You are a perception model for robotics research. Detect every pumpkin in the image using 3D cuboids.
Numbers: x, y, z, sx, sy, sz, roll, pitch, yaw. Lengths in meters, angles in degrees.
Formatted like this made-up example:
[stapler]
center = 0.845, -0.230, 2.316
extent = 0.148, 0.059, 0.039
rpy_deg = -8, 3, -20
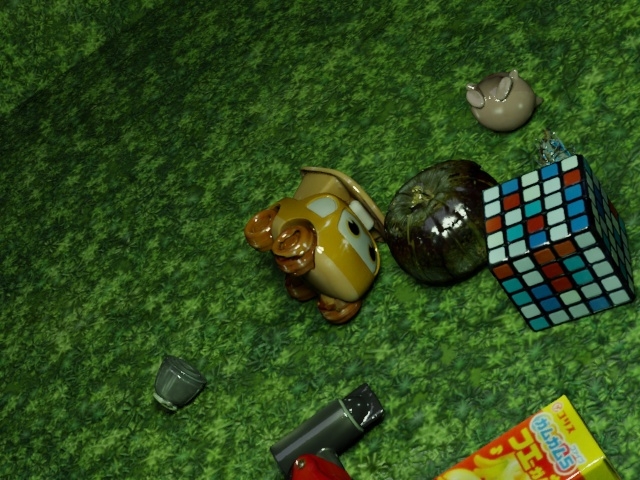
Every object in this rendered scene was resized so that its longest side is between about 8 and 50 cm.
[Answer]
[pumpkin]
center = 0.219, -0.040, 2.196
extent = 0.238, 0.159, 0.238
rpy_deg = -25, 42, 25

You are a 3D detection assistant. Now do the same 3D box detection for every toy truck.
[toy truck]
center = 0.000, 0.000, 2.304
extent = 0.211, 0.204, 0.288
rpy_deg = -46, 32, -11

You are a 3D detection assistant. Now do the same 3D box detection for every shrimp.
[shrimp]
center = 0.421, -0.126, 2.210
extent = 0.174, 0.076, 0.082
rpy_deg = -95, 22, -43

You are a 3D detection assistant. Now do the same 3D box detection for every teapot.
[teapot]
center = -0.272, 0.276, 2.368
extent = 0.092, 0.124, 0.091
rpy_deg = 36, 94, 11

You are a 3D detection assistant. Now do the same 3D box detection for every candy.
[candy]
center = 0.281, 0.360, 1.787
extent = 0.276, 0.088, 0.146
rpy_deg = -33, 36, 7

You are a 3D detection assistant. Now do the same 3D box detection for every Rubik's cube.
[Rubik's cube]
center = 0.379, 0.004, 1.993
extent = 0.182, 0.187, 0.184
rpy_deg = -20, 39, 24

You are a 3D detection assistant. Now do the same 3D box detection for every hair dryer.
[hair dryer]
center = 0.049, 0.368, 2.006
extent = 0.195, 0.078, 0.248
rpy_deg = -37, 46, 3

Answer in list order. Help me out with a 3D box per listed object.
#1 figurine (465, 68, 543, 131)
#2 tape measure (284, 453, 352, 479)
[figurine]
center = 0.346, -0.267, 2.358
extent = 0.125, 0.138, 0.125
rpy_deg = -3, 84, 32
[tape measure]
center = -0.003, 0.468, 1.860
extent = 0.260, 0.114, 0.253
rpy_deg = -52, 44, 2
